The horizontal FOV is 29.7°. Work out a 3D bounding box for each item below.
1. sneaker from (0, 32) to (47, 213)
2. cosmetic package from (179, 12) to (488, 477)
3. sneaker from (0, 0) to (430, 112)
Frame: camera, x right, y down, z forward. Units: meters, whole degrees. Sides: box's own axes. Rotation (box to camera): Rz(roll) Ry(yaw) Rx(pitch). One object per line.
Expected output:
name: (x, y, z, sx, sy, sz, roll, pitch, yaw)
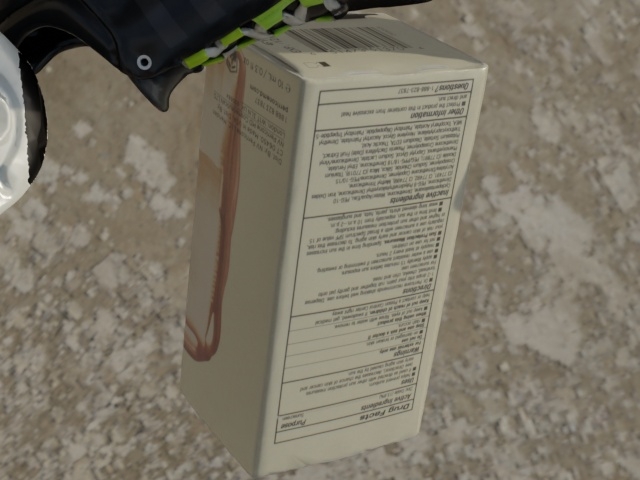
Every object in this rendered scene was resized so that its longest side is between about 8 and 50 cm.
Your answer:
sneaker: (-0.311, -0.049, 0.508, 0.323, 0.236, 0.130, -9, 99, -42)
cosmetic package: (0.000, 0.000, 0.854, 0.153, 0.296, 0.129, -8, 29, -32)
sneaker: (-0.054, -0.106, 0.563, 0.235, 0.084, 0.097, 4, 88, 13)
